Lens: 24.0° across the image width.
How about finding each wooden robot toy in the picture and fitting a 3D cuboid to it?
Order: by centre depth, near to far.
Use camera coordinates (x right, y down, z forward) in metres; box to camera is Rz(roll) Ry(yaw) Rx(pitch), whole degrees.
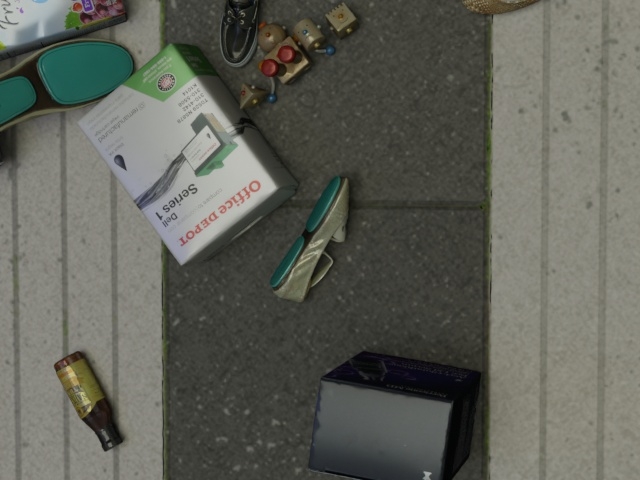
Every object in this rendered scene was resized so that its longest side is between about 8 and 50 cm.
[{"bbox_3d":[-0.045,-0.234,1.780,0.173,0.076,0.079,-39,74,13],"label":"wooden robot toy"}]

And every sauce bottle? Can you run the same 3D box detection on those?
[{"bbox_3d":[-0.287,0.202,1.879,0.042,0.042,0.128,-31,85,13],"label":"sauce bottle"}]

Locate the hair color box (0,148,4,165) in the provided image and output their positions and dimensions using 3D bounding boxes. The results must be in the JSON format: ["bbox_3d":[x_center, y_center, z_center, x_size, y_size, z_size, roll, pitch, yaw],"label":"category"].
[{"bbox_3d":[-0.529,-0.229,1.831,0.105,0.174,0.347,-20,89,49],"label":"hair color box"}]

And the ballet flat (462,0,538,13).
[{"bbox_3d":[0.254,-0.309,1.702,0.206,0.067,0.073,-18,90,14],"label":"ballet flat"}]

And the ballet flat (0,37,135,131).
[{"bbox_3d":[-0.347,-0.184,1.824,0.248,0.086,0.086,-21,88,-27],"label":"ballet flat"}]

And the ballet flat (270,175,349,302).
[{"bbox_3d":[0.000,0.000,1.799,0.052,0.057,0.168,28,105,-18],"label":"ballet flat"}]

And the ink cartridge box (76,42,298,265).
[{"bbox_3d":[-0.157,-0.101,1.801,0.160,0.092,0.219,-38,84,13],"label":"ink cartridge box"}]

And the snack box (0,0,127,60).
[{"bbox_3d":[-0.358,-0.319,1.816,0.207,0.070,0.174,-19,89,-5],"label":"snack box"}]

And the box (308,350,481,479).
[{"bbox_3d":[0.088,0.202,1.703,0.153,0.207,0.108,9,96,13],"label":"box"}]

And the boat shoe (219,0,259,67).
[{"bbox_3d":[-0.096,-0.279,1.801,0.049,0.040,0.142,11,96,12],"label":"boat shoe"}]
